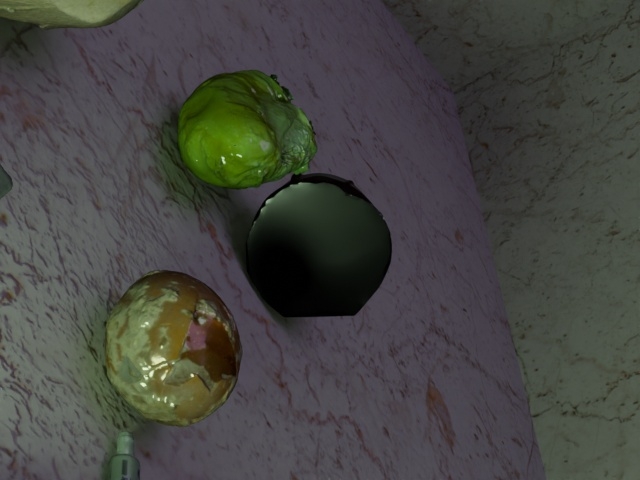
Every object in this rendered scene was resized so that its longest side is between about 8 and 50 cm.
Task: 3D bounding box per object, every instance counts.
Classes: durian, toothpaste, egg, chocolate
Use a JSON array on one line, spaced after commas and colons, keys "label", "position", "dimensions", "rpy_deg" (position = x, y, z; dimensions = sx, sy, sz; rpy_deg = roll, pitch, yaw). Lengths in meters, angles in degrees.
[{"label": "durian", "position": [-0.146, -0.201, 1.877], "dimensions": [0.340, 0.256, 0.204], "rpy_deg": [-28, 130, -60]}, {"label": "toothpaste", "position": [-0.254, 0.363, 1.296], "dimensions": [0.067, 0.037, 0.255], "rpy_deg": [40, 36, -43]}, {"label": "egg", "position": [-0.208, 0.147, 1.426], "dimensions": [0.195, 0.195, 0.233], "rpy_deg": [39, 35, -45]}, {"label": "chocolate", "position": [0.000, 0.000, 1.967], "dimensions": [0.283, 0.284, 0.186], "rpy_deg": [60, 7, -8]}]

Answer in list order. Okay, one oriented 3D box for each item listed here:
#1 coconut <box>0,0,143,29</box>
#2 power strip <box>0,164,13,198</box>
[{"label": "coconut", "position": [-0.413, -0.483, 1.503], "dimensions": [0.346, 0.360, 0.346], "rpy_deg": [2, 90, -77]}, {"label": "power strip", "position": [-0.438, -0.067, 1.115], "dimensions": [0.140, 0.224, 0.139], "rpy_deg": [57, 23, -17]}]
